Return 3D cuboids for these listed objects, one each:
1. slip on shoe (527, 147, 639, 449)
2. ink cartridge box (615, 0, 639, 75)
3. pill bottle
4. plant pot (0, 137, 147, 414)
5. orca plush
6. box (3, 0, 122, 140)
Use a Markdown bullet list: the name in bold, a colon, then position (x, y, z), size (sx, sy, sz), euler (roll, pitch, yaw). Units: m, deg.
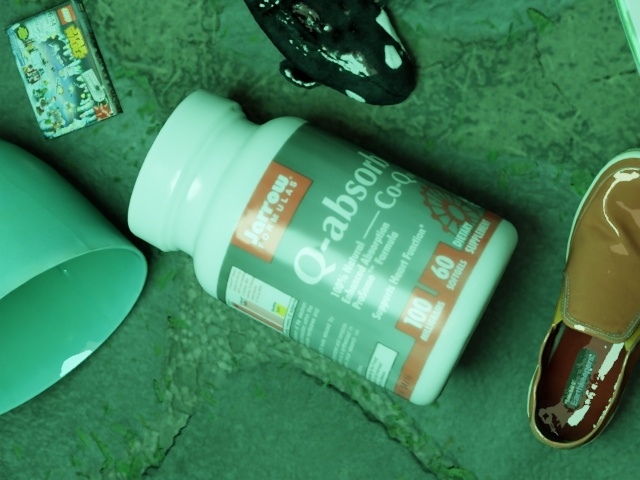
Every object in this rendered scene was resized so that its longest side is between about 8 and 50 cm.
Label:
- **slip on shoe**: position (0.292, 0.068, 1.357), size (0.123, 0.101, 0.331), euler (20, 104, 12)
- **ink cartridge box**: position (0.336, -0.181, 1.239), size (0.086, 0.208, 0.153), euler (-19, 96, 15)
- **pill bottle**: position (0.000, 0.000, 1.363), size (0.362, 0.210, 0.210), euler (27, 106, 8)
- **plant pot**: position (-0.374, 0.023, 1.442), size (0.293, 0.293, 0.235), euler (-47, 71, 18)
- **orca plush**: position (-0.016, -0.252, 1.374), size (0.151, 0.102, 0.287), euler (-29, 92, 18)
- **box**: position (-0.291, -0.192, 1.500), size (0.094, 0.027, 0.137), euler (-19, 95, 17)
